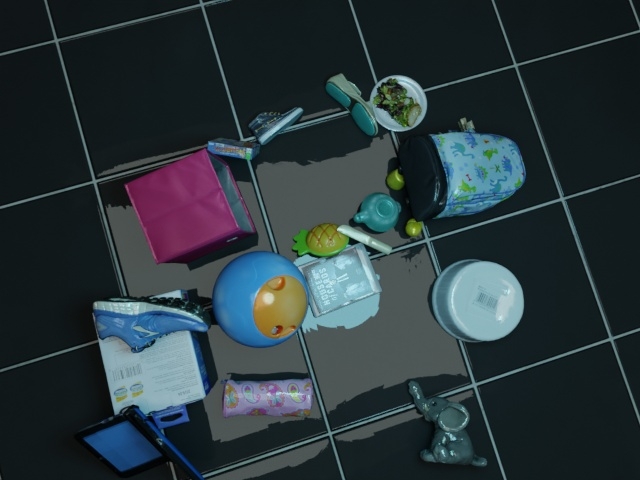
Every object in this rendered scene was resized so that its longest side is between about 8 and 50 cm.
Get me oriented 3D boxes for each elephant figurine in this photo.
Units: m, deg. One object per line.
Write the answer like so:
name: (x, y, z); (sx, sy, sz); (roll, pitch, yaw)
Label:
elephant figurine: (0.390, 0.566, 1.594); (0.186, 0.169, 0.240); (18, 65, -30)

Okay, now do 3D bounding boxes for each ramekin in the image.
ramekin: (0.511, 0.194, 1.641); (0.277, 0.135, 0.277); (0, 84, -3)

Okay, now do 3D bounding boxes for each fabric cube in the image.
fabric cube: (-0.378, -0.090, 1.536); (0.258, 0.254, 0.259); (-24, 87, 2)

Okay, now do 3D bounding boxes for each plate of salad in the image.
plate of salad: (0.268, -0.472, 1.739); (0.199, 0.048, 0.200); (0, 84, -3)

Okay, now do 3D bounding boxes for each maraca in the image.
maraca: (0.000, 0.000, 1.647); (0.185, 0.099, 0.127); (-5, 47, 10)

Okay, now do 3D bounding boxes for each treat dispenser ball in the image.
treat dispenser ball: (-0.177, 0.175, 1.520); (0.288, 0.288, 0.288); (0, 84, -4)

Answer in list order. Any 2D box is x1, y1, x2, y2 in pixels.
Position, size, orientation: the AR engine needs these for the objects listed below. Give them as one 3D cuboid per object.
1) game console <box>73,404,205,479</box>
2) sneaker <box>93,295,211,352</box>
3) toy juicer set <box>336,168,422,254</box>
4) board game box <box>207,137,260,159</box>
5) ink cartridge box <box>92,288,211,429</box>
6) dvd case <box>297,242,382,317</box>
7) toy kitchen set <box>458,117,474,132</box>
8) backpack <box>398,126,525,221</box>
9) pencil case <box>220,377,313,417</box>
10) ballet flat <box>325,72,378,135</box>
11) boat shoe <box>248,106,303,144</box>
game console: (-0.505, 0.620, 1.441); (0.250, 0.293, 0.173); (24, 57, 39)
sneaker: (-0.472, 0.239, 1.443); (0.329, 0.130, 0.147); (3, 94, 2)
toy juicer set: (0.223, -0.069, 1.674); (0.209, 0.089, 0.329); (45, 72, -2)
board game box: (-0.269, -0.292, 1.608); (0.136, 0.201, 0.035); (9, 105, -3)
ink cartridge box: (-0.499, 0.373, 1.546); (0.269, 0.151, 0.396); (-14, 83, -6)
dvd case: (0.060, 0.128, 1.671); (0.238, 0.029, 0.179); (-21, 85, -6)
toy kitchen set: (0.474, -0.370, 1.732); (0.075, 0.068, 0.083); (-17, 85, -5)
backpack: (0.464, -0.211, 1.624); (0.355, 0.273, 0.290); (5, 66, -32)
pencil case: (-0.164, 0.483, 1.576); (0.284, 0.124, 0.124); (1, 84, -3)
ballet flat: (0.124, -0.464, 1.718); (0.086, 0.086, 0.248); (-41, 87, -7)
boat shoe: (-0.150, -0.404, 1.695); (0.183, 0.065, 0.083); (-38, 88, -6)
